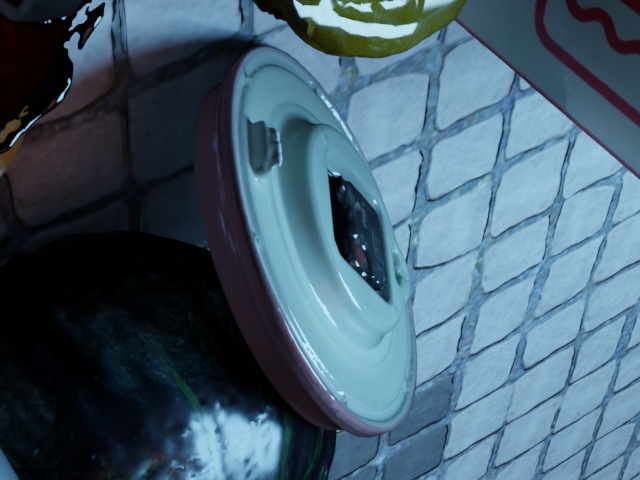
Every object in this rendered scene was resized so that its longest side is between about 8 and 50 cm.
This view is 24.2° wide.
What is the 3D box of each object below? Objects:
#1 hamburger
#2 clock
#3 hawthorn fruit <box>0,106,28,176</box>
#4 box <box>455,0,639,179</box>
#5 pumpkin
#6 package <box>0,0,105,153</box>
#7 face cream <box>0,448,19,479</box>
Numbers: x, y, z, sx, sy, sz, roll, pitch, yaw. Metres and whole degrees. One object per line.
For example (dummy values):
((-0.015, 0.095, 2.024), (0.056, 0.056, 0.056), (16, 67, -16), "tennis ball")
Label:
((0.021, -0.195, 0.805), (0.177, 0.113, 0.185), (-43, 141, 10), "hamburger")
((0.001, -0.001, 0.898), (0.056, 0.244, 0.244), (-19, 154, 18), "clock")
((-0.193, -0.071, 0.698), (0.128, 0.128, 0.128), (-29, 145, -22), "hawthorn fruit")
((0.316, -0.197, 0.931), (0.314, 0.312, 0.300), (-12, 137, -42), "box")
((-0.123, 0.151, 0.919), (0.315, 0.238, 0.315), (-34, 148, -25), "pumpkin")
((-0.158, -0.116, 0.622), (0.269, 0.194, 0.071), (-49, 144, -13), "package")
((-0.307, 0.087, 0.592), (0.357, 0.312, 0.219), (38, 58, -44), "face cream")
